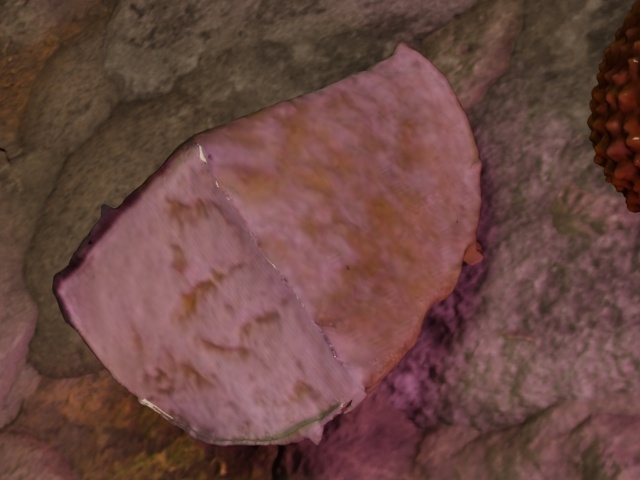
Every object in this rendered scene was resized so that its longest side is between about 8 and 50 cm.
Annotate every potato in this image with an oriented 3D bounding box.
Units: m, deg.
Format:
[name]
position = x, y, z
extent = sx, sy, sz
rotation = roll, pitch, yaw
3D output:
[potato]
position = -0.007, 0.018, 1.150
extent = 0.264, 0.211, 0.189
rotation = -30, -12, -43

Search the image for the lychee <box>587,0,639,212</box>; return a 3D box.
[lychee]
position = 0.268, -0.089, 0.987
extent = 0.238, 0.200, 0.200
rotation = -5, 50, 47
